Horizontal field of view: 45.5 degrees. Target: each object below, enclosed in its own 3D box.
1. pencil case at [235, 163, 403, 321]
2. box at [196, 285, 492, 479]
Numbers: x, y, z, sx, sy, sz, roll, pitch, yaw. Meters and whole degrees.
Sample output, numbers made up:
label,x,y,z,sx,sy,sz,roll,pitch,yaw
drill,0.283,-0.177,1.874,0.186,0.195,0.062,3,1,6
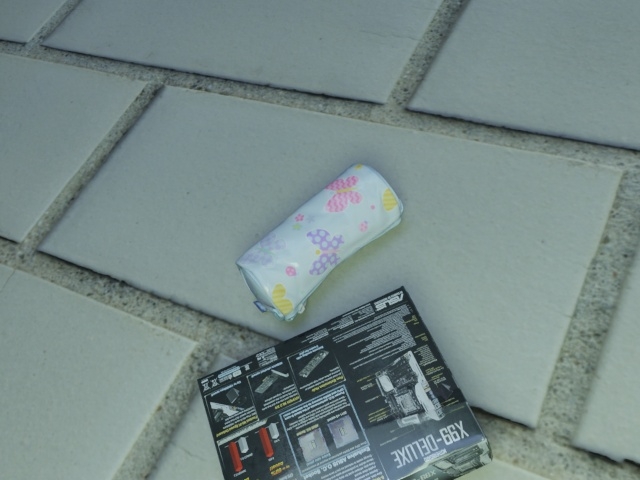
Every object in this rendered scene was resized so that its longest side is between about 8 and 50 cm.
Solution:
label,x,y,z,sx,sy,sz,roll,pitch,yaw
pencil case,0.000,0.000,1.180,0.273,0.113,0.124,-42,62,-15
box,0.022,0.222,0.955,0.307,0.077,0.242,-25,50,-2
